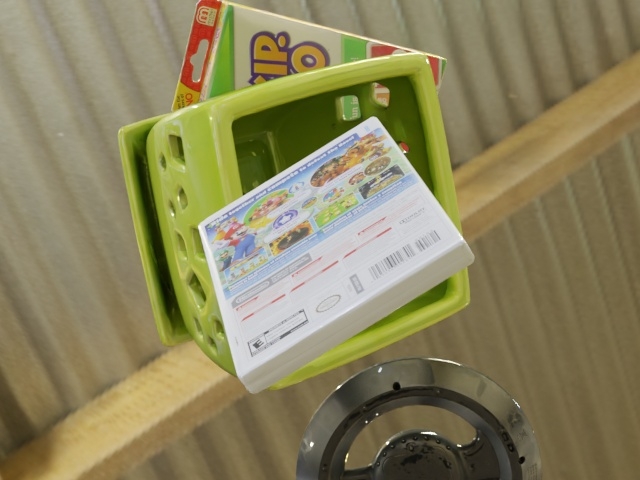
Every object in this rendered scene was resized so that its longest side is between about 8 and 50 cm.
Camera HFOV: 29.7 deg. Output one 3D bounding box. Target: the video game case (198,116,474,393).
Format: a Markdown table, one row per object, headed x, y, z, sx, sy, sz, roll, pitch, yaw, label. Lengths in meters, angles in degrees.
| x | y | z | sx | sy | sz | roll | pitch | yaw | label |
| --- | --- | --- | --- | --- | --- | --- | --- | --- | --- |
| 0.000 | 0.000 | 0.447 | 0.087 | 0.122 | 0.011 | -32 | -62 | 4 | video game case |

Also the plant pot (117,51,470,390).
| x | y | z | sx | sy | sz | roll | pitch | yaw | label |
| --- | --- | --- | --- | --- | --- | --- | --- | --- | --- |
| -0.034 | -0.024 | 1.016 | 0.228 | 0.207 | 0.227 | -18 | -78 | -35 | plant pot |

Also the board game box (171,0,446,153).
| x | y | z | sx | sy | sz | roll | pitch | yaw | label |
| --- | --- | --- | --- | --- | --- | --- | --- | --- | --- |
| -0.010 | -0.151 | 1.200 | 0.259 | 0.039 | 0.124 | 11 | -78 | -17 | board game box |

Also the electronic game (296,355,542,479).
| x | y | z | sx | sy | sz | roll | pitch | yaw | label |
| --- | --- | --- | --- | --- | --- | --- | --- | --- | --- |
| 0.091 | 0.219 | 1.126 | 0.229 | 0.048 | 0.229 | 0 | -80 | 1 | electronic game |
